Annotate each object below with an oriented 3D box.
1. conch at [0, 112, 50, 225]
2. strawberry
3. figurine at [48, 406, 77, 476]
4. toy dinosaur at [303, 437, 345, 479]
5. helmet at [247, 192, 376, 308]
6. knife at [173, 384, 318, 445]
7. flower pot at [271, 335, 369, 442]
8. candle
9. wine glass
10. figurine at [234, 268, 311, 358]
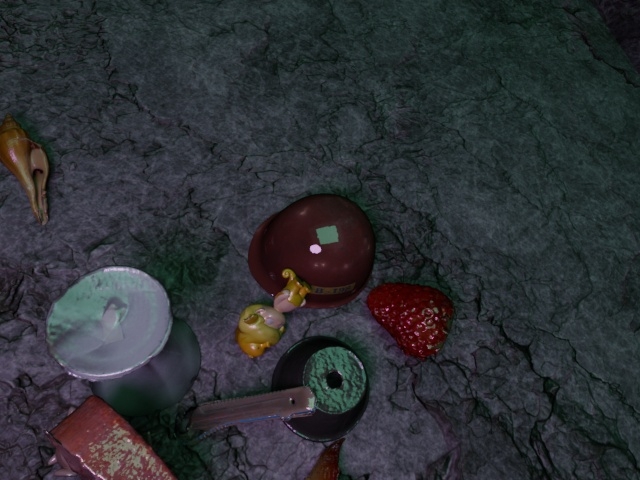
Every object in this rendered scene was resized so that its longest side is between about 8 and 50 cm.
[{"bbox_3d":[-0.807,-0.197,1.187,0.109,0.093,0.331,-20,92,-39],"label":"conch"},{"bbox_3d":[0.246,0.205,1.213,0.244,0.205,0.205,22,61,22],"label":"strawberry"},{"bbox_3d":[-0.513,0.443,0.942,0.125,0.125,0.138,1,56,-13],"label":"figurine"},{"bbox_3d":[0.060,0.667,0.998,0.206,0.113,0.327,-39,67,1],"label":"toy dinosaur"},{"bbox_3d":[0.000,0.000,1.204,0.384,0.230,0.338,-1,67,-15],"label":"helmet"},{"bbox_3d":[-0.174,0.402,0.999,0.364,0.043,0.089,-16,71,14],"label":"knife"},{"bbox_3d":[0.016,0.359,1.079,0.268,0.166,0.269,4,66,-10],"label":"flower pot"},{"bbox_3d":[-0.351,0.439,0.813,0.287,0.317,0.131,14,41,35],"label":"candle"},{"bbox_3d":[-0.398,0.216,0.913,0.266,0.406,0.267,6,62,-11],"label":"wine glass"},{"bbox_3d":[-0.129,0.194,1.116,0.246,0.156,0.131,-44,47,4],"label":"figurine"}]
